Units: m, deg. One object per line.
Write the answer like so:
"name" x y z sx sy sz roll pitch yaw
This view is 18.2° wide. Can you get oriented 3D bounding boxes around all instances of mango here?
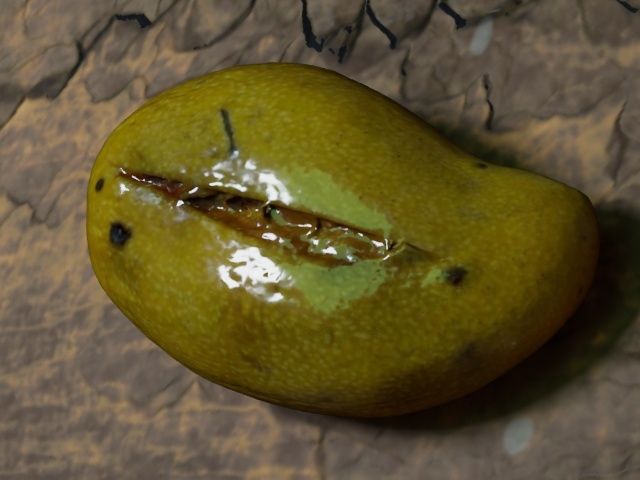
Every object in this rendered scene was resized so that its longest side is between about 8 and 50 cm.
"mango" -0.004 -0.002 1.031 0.295 0.120 0.177 14 79 39
